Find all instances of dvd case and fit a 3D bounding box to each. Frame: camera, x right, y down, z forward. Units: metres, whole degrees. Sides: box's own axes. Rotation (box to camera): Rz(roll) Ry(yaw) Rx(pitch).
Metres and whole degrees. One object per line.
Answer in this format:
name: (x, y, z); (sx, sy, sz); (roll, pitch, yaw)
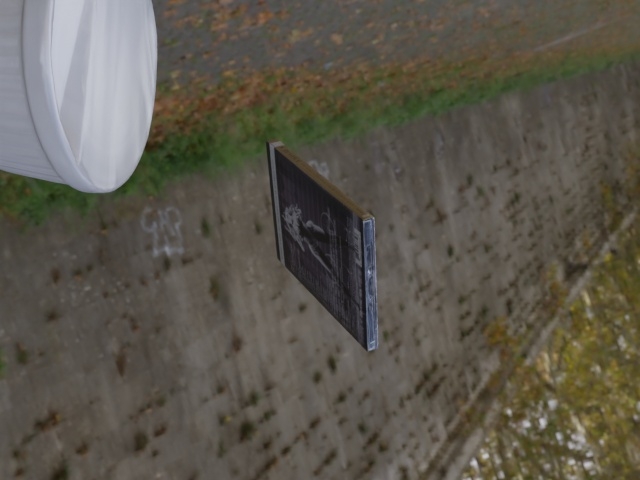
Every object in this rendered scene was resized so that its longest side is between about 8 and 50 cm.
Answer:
dvd case: (0.000, 0.000, 0.991); (0.018, 0.164, 0.221); (-19, -146, -23)

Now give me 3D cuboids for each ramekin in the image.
ramekin: (-0.266, -0.183, 0.884); (0.127, 0.272, 0.273); (4, -173, 8)
